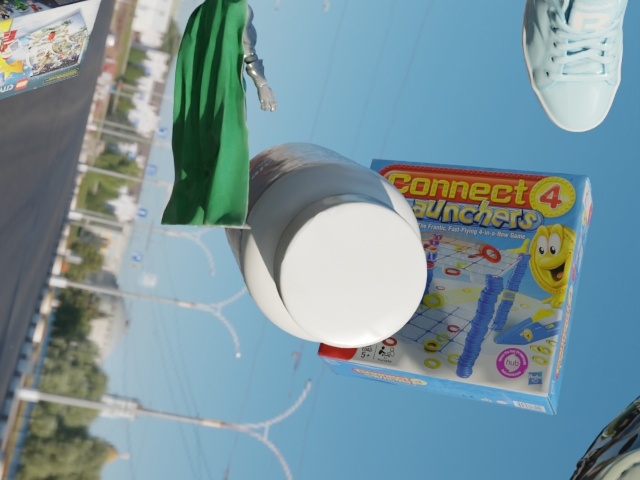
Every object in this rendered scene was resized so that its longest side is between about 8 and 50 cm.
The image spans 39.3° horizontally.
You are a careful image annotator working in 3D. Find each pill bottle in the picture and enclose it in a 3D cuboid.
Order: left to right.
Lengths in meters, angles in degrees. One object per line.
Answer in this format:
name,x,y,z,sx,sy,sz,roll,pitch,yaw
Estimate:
pill bottle,0.000,0.000,0.911,0.318,0.176,0.176,-134,-122,-74

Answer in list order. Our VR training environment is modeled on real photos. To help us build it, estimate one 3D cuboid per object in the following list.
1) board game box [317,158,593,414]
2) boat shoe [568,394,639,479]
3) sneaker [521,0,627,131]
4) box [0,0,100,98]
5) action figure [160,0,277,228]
board game box,0.183,0.051,1.199,0.086,0.308,0.302,53,48,-58
boat shoe,0.195,0.142,0.530,0.068,0.227,0.081,-19,-84,57
sneaker,0.317,-0.287,1.112,0.150,0.135,0.366,-74,156,-57
box,-0.442,-0.288,1.322,0.233,0.044,0.159,-32,163,-45
action figure,-0.086,-0.126,0.778,0.137,0.063,0.232,4,-91,48
